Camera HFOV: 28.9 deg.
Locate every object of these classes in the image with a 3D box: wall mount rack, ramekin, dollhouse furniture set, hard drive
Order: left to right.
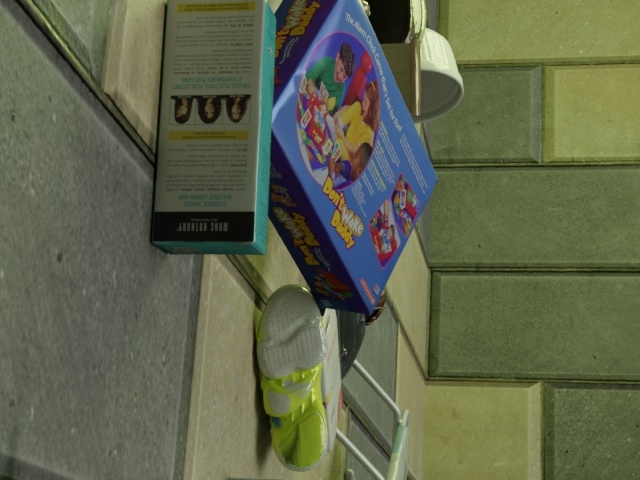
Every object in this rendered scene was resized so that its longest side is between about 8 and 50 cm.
[{"bbox_3d":[0.031,0.115,2.014,0.255,0.054,0.172,-50,139,-74],"label":"hard drive"},{"bbox_3d":[0.073,0.359,2.079,0.350,0.130,0.304,-69,160,-62],"label":"wall mount rack"},{"bbox_3d":[0.093,-0.239,2.028,0.355,0.173,0.303,-23,112,-78],"label":"dollhouse furniture set"},{"bbox_3d":[0.158,-0.309,2.318,0.207,0.207,0.109,66,17,-65],"label":"ramekin"}]

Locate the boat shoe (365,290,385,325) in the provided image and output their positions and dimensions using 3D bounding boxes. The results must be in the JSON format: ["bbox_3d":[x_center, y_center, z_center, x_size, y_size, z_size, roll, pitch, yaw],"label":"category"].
[{"bbox_3d":[0.086,0.118,2.253,0.207,0.073,0.073,-20,107,-78],"label":"boat shoe"}]

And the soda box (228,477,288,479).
[{"bbox_3d":[-0.057,0.346,1.493,0.216,0.074,0.069,70,22,-62],"label":"soda box"}]

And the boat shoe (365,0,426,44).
[{"bbox_3d":[0.100,-0.486,2.232,0.130,0.132,0.355,41,36,-57],"label":"boat shoe"}]

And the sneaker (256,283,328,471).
[{"bbox_3d":[-0.041,0.173,1.612,0.126,0.091,0.240,-165,-106,-82],"label":"sneaker"}]

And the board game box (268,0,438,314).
[{"bbox_3d":[0.018,-0.109,1.505,0.233,0.078,0.347,-61,141,-31],"label":"board game box"}]

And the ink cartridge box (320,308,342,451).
[{"bbox_3d":[-0.014,0.183,1.744,0.115,0.067,0.198,-72,161,-59],"label":"ink cartridge box"}]

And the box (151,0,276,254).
[{"bbox_3d":[-0.100,-0.110,1.197,0.060,0.100,0.244,49,42,-75],"label":"box"}]
